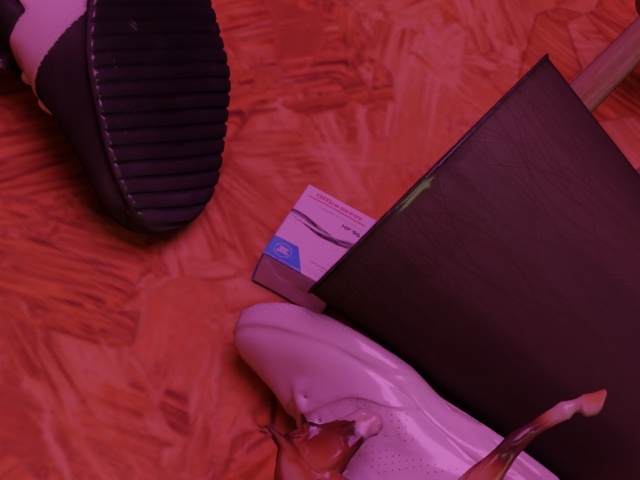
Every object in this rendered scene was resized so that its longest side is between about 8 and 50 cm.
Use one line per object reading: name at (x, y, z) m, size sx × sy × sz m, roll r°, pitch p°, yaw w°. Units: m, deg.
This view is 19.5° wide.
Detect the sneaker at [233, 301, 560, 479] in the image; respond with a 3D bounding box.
sneaker at (0.026, 0.116, 1.001) m, size 0.212 × 0.080 × 0.094 m, roll 33°, pitch 74°, yaw 17°

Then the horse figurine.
horse figurine at (0.087, 0.193, 0.921) m, size 0.174 × 0.066 × 0.263 m, roll -17°, pitch 82°, yaw 4°

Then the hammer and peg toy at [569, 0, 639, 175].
hammer and peg toy at (0.291, -0.019, 1.170) m, size 0.266 × 0.127 × 0.361 m, roll -31°, pitch 66°, yaw -35°

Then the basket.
basket at (0.138, 0.042, 1.028) m, size 0.227 × 0.154 × 0.204 m, roll 46°, pitch 55°, yaw 1°

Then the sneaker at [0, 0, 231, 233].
sneaker at (-0.159, -0.148, 1.132) m, size 0.122 × 0.146 × 0.330 m, roll -1°, pitch 72°, yaw -53°

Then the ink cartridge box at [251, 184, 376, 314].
ink cartridge box at (0.000, 0.000, 1.110) m, size 0.048 × 0.028 × 0.083 m, roll 29°, pitch 47°, yaw 4°
